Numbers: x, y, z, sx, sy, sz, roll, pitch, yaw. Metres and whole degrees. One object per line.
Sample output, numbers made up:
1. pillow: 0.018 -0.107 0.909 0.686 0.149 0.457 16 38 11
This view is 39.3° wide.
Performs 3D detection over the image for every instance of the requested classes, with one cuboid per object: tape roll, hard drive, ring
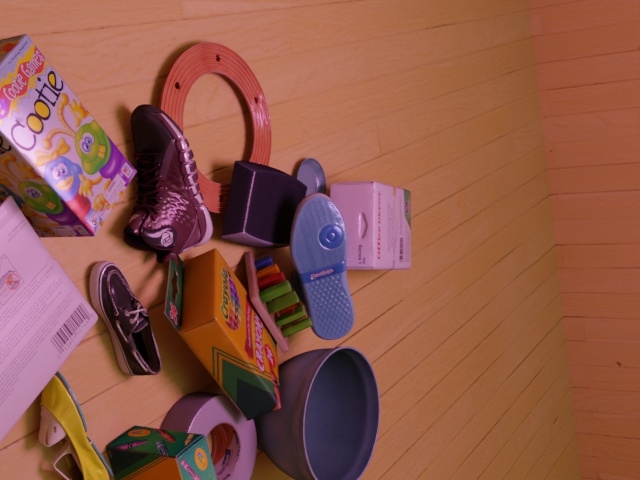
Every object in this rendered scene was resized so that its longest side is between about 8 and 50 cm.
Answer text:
1. tape roll: -0.214 0.400 1.702 0.219 0.072 0.219 2 87 -57
2. hard drive: -0.108 -0.067 1.850 0.254 0.054 0.172 11 90 -64
3. ring: -0.207 -0.220 1.772 0.336 0.032 0.337 4 85 -56

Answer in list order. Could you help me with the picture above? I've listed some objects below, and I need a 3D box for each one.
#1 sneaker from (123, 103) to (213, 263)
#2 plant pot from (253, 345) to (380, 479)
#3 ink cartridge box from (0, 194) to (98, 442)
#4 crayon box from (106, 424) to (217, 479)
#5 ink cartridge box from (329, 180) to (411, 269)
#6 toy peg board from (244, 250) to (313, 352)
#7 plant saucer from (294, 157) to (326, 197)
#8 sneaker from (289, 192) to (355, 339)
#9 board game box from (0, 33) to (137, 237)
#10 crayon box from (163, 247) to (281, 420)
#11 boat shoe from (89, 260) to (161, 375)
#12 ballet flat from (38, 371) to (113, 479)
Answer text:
1. sneaker: -0.295 -0.085 1.571 0.162 0.106 0.281 -40 119 -41
2. plant pot: -0.031 0.363 1.868 0.293 0.196 0.293 4 86 -56
3. ink cartridge box: -0.487 0.126 1.302 0.296 0.066 0.261 -58 134 -40
4. crayon box: -0.253 0.467 1.556 0.081 0.165 0.279 -33 116 -52
5. ink cartridge box: 0.123 -0.030 2.148 0.278 0.117 0.201 4 86 -67
6. toy peg board: -0.082 0.113 1.838 0.161 0.079 0.161 -104 169 -55
7. plant saucer: -0.027 -0.129 2.047 0.119 0.021 0.119 4 86 -56
8. sneaker: -0.014 0.035 1.923 0.208 0.127 0.319 -124 -152 -69
9. board game box: -0.429 -0.145 1.329 0.275 0.144 0.142 56 46 -39
10. crayon box: -0.179 0.162 1.681 0.202 0.081 0.318 -98 162 -50
11. boat shoe: -0.327 0.134 1.540 0.078 0.070 0.219 -43 124 -49
12. ballet flat: -0.403 0.318 1.425 0.077 0.077 0.231 -35 121 -33
